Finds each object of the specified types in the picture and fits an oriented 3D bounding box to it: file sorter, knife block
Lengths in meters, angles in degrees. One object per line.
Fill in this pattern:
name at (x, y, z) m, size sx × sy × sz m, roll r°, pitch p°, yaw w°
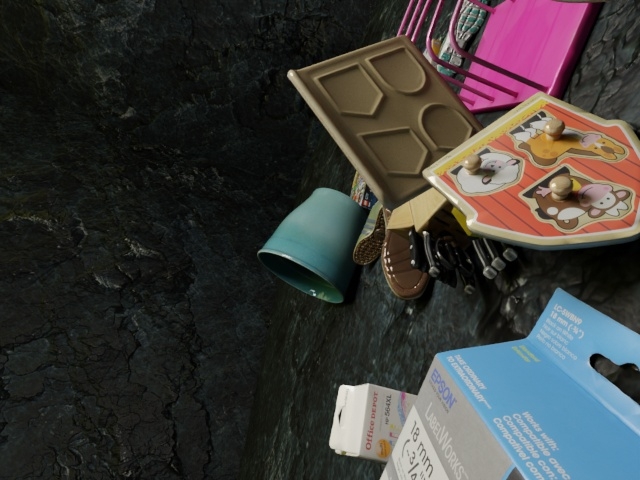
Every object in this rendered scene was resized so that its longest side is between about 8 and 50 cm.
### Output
file sorter at (0.245, -0.333, 0.650) m, size 0.291 × 0.182 × 0.202 m, roll -118°, pitch 47°, yaw -75°
knife block at (0.211, -0.064, 0.626) m, size 0.276 × 0.088 × 0.242 m, roll -67°, pitch 18°, yaw -10°

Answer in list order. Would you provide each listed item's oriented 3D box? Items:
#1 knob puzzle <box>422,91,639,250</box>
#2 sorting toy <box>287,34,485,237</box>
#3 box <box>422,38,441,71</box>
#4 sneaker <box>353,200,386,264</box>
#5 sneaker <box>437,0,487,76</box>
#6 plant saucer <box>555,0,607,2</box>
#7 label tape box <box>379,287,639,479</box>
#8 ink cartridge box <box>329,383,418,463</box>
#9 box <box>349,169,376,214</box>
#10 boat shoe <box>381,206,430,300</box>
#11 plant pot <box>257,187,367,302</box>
knob puzzle at (0.225, -0.069, 0.410) m, size 0.030 × 0.213 × 0.213 m, roll 60°, pitch -148°, yaw -49°
sorting toy at (0.124, -0.121, 0.530) m, size 0.229 × 0.307 × 0.041 m, roll -28°, pitch -13°, yaw -29°
box at (0.280, -0.456, 1.084) m, size 0.081 × 0.028 × 0.136 m, roll 127°, pitch 161°, yaw -60°
sneaker at (0.140, -0.031, 1.031) m, size 0.086 × 0.064 × 0.192 m, roll -75°, pitch 8°, yaw -55°
sneaker at (0.296, -0.445, 0.901) m, size 0.076 × 0.064 × 0.167 m, roll -84°, pitch 17°, yaw -60°
plant saucer at (0.296, -0.389, 0.302) m, size 0.400 × 0.100 × 0.401 m, roll -29°, pitch 51°, yaw 42°
label tape box at (0.167, 0.219, 0.368) m, size 0.241 × 0.105 × 0.334 m, roll -113°, pitch 42°, yaw -73°
ink cartridge box at (0.091, 0.260, 0.579) m, size 0.090 × 0.143 × 0.092 m, roll 127°, pitch 157°, yaw -60°
box at (0.140, -0.179, 1.293) m, size 0.159 × 0.044 × 0.233 m, roll 138°, pitch 148°, yaw -69°
boat shoe at (0.169, 0.004, 0.808) m, size 0.095 × 0.095 × 0.258 m, roll 64°, pitch -154°, yaw -56°
plant pot at (0.000, 0.000, 1.190) m, size 0.255 × 0.271 × 0.271 m, roll -61°, pitch 7°, yaw -19°
